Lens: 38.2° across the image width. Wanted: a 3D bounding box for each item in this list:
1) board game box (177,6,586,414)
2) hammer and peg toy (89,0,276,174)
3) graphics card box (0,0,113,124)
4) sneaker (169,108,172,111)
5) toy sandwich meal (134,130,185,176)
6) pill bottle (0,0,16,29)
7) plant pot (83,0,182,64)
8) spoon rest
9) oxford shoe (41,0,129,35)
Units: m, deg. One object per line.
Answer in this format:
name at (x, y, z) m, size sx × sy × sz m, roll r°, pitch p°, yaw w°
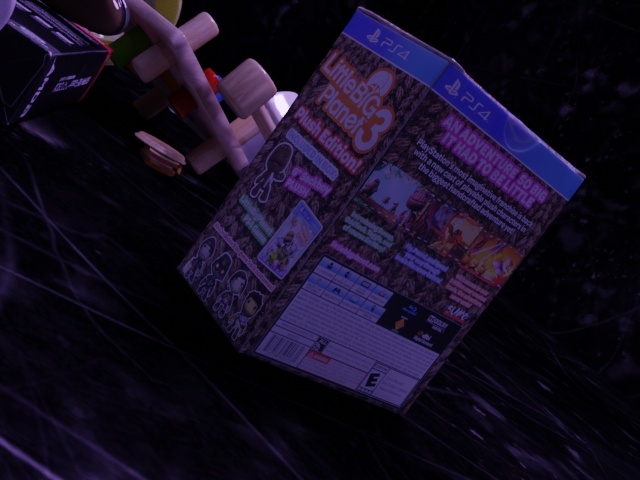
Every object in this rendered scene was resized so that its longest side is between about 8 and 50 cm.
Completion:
board game box at (0.057, -0.017, 0.849) m, size 0.232 × 0.291 × 0.141 m, roll 29°, pitch 11°, yaw -43°
hammer and peg toy at (-0.185, -0.211, 1.314) m, size 0.361 × 0.127 × 0.266 m, roll 43°, pitch -15°, yaw 40°
graphics card box at (-0.378, -0.244, 1.044) m, size 0.233 × 0.094 × 0.371 m, roll 35°, pitch 7°, yaw -11°
sneaker at (-0.257, -0.267, 1.826) m, size 0.134 × 0.051 × 0.070 m, roll 21°, pitch 22°, yaw -47°
toy sandwich meal at (-0.213, -0.113, 1.216) m, size 0.085 × 0.029 × 0.085 m, roll 32°, pitch 5°, yaw -3°
pill bottle at (-0.379, -0.301, 0.774) m, size 0.283 × 0.160 × 0.160 m, roll 65°, pitch 15°, yaw 12°
plant pot at (-0.409, -0.505, 1.665) m, size 0.366 × 0.366 × 0.353 m, roll 28°, pitch 23°, yaw -43°
spoon rest at (-0.083, -0.165, 1.486) m, size 0.137 × 0.084 × 0.276 m, roll 61°, pitch -24°, yaw 4°
oxford shoe at (-0.334, -0.316, 1.104) m, size 0.227 × 0.083 × 0.096 m, roll 35°, pitch 26°, yaw -5°
